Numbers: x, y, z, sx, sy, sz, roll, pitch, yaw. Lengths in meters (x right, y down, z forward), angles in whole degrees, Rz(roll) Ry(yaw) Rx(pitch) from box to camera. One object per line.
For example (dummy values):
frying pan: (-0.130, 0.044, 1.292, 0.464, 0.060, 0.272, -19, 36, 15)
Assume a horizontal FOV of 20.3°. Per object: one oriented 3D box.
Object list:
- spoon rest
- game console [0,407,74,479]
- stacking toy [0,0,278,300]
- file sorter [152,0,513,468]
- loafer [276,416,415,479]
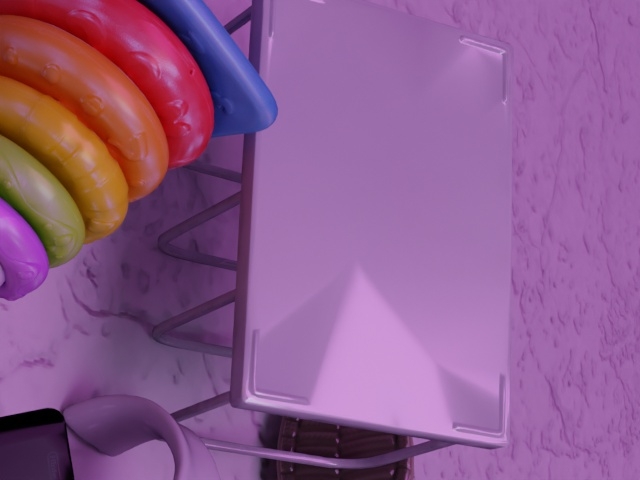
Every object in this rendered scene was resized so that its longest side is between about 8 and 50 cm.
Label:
spoon rest: (-0.094, 0.198, 1.026, 0.137, 0.084, 0.276, 44, 23, -43)
game console: (-0.240, 0.059, 0.886, 0.213, 0.044, 0.361, -10, 91, -28)
stacking toy: (-0.182, -0.028, 1.013, 0.165, 0.175, 0.302, 50, 58, -28)
file sorter: (0.000, 0.000, 1.191, 0.193, 0.173, 0.277, 13, 70, -29)
loafer: (0.023, 0.216, 1.283, 0.092, 0.102, 0.268, 87, 0, -69)
